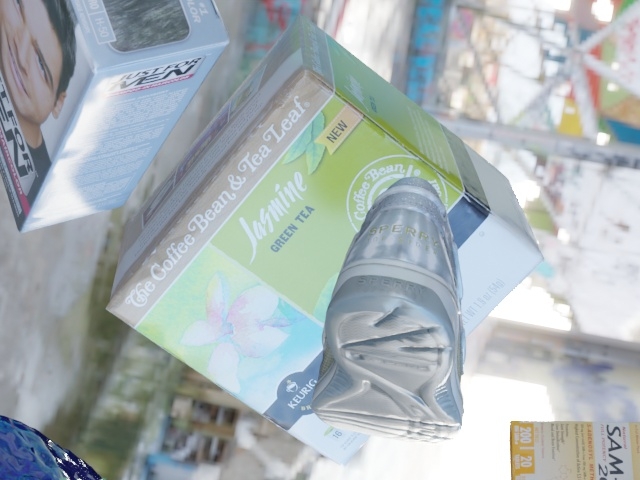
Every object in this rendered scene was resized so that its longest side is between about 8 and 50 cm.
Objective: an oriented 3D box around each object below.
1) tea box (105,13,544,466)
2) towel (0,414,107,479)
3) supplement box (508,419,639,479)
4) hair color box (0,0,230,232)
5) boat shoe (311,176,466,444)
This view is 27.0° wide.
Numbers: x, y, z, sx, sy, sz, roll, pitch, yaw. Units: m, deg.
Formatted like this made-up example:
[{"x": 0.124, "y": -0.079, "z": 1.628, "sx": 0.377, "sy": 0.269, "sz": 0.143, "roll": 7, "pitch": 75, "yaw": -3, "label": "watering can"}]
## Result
[{"x": 0.000, "y": 0.000, "z": 1.430, "sx": 0.329, "sy": 0.323, "sz": 0.220, "roll": -49, "pitch": -163, "yaw": 17, "label": "tea box"}, {"x": 0.008, "y": 0.184, "z": 0.301, "sx": 0.076, "sy": 0.308, "sz": 0.228, "roll": -44, "pitch": 134, "yaw": -3, "label": "towel"}, {"x": 0.170, "y": 0.149, "z": 0.849, "sx": 0.036, "sy": 0.098, "sz": 0.062, "roll": 81, "pitch": 10, "yaw": -52, "label": "supplement box"}, {"x": -0.205, "y": -0.158, "z": 1.124, "sx": 0.185, "sy": 0.113, "sz": 0.374, "roll": 69, "pitch": -26, "yaw": 10, "label": "hair color box"}, {"x": 0.056, "y": 0.071, "z": 0.992, "sx": 0.320, "sy": 0.118, "sz": 0.103, "roll": 83, "pitch": 19, "yaw": -63, "label": "boat shoe"}]
